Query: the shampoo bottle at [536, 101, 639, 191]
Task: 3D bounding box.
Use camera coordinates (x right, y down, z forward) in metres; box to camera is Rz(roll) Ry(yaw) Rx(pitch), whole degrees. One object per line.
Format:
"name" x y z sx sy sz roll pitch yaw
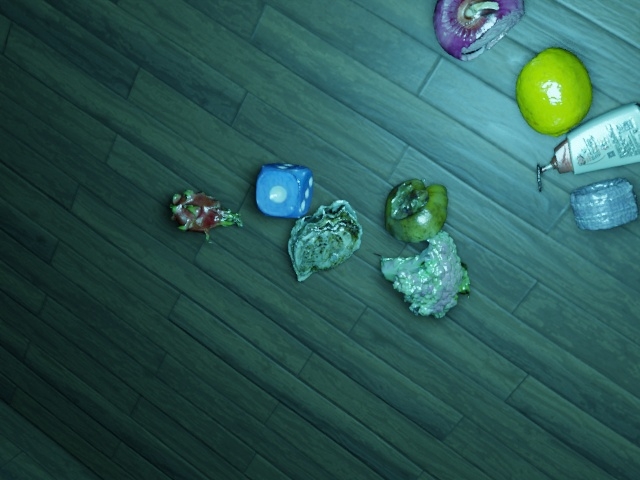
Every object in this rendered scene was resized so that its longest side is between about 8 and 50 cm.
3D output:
"shampoo bottle" 0.670 -0.219 1.405 0.284 0.071 0.153 -23 99 25

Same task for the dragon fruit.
"dragon fruit" -0.361 -0.074 1.772 0.235 0.135 0.137 24 106 -8

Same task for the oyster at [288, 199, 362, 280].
"oyster" 0.000 0.000 1.685 0.267 0.112 0.198 -31 115 16

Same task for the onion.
"onion" 0.370 -0.556 1.364 0.200 0.200 0.207 41 145 4

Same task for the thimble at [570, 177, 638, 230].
"thimble" 0.697 -0.090 1.388 0.150 0.150 0.098 -15 99 22

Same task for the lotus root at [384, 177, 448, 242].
"lotus root" 0.247 -0.097 1.519 0.183 0.204 0.078 -14 144 25

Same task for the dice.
"dice" -0.105 -0.149 1.648 0.143 0.146 0.147 9 107 15

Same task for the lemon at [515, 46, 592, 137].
"lemon" 0.560 -0.353 1.354 0.170 0.170 0.207 -21 99 23

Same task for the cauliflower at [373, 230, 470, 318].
"cauliflower" 0.269 0.096 1.579 0.315 0.239 0.256 11 142 34
